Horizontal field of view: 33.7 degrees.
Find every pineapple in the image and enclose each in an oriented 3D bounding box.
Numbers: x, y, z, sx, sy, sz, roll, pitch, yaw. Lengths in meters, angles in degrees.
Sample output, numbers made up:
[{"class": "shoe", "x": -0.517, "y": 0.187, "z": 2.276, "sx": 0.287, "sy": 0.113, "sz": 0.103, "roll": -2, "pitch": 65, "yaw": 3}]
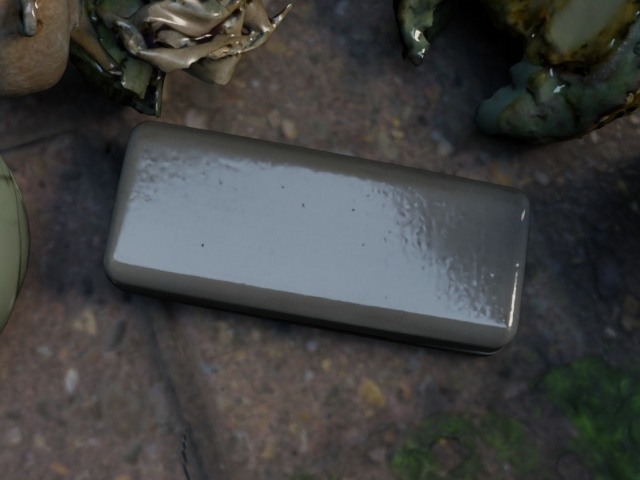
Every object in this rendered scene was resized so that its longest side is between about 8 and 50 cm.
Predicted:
[{"class": "pineapple", "x": -0.060, "y": -0.204, "z": 0.607, "sx": 0.262, "sy": 0.262, "sz": 0.271, "roll": 31, "pitch": 89, "yaw": 1}]

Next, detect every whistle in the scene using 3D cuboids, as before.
[{"class": "whistle", "x": -0.178, "y": -0.143, "z": 0.579, "sx": 0.057, "sy": 0.220, "sz": 0.107, "roll": -12, "pitch": 116, "yaw": -25}]

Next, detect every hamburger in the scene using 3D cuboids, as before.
[{"class": "hamburger", "x": 0.192, "y": -0.188, "z": 0.618, "sx": 0.192, "sy": 0.288, "sz": 0.167, "roll": -29, "pitch": 77, "yaw": -43}]

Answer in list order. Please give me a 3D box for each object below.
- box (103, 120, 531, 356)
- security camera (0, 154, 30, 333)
[{"class": "box", "x": 0.000, "y": 0.000, "z": 0.631, "sx": 0.244, "sy": 0.055, "sz": 0.103, "roll": 10, "pitch": 76, "yaw": -3}, {"class": "security camera", "x": -0.259, "y": -0.050, "z": 0.547, "sx": 0.197, "sy": 0.191, "sz": 0.277, "roll": -32, "pitch": 84, "yaw": -12}]
